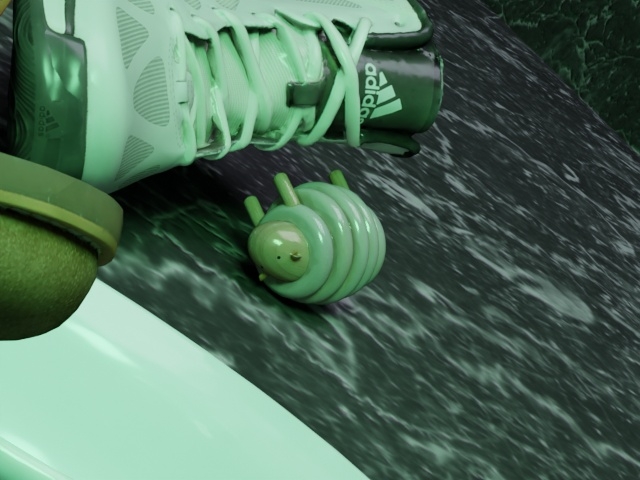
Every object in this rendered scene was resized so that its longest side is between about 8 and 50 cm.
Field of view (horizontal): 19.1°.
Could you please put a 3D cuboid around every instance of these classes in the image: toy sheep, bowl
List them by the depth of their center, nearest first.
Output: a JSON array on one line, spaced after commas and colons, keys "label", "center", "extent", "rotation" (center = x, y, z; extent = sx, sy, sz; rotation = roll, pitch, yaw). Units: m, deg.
[{"label": "bowl", "center": [-0.112, 0.090, 0.623], "extent": [0.298, 0.134, 0.298], "rotation": [32, 4, -3]}, {"label": "toy sheep", "center": [0.000, 0.000, 1.279], "extent": [0.132, 0.091, 0.091], "rotation": [-8, 45, -48]}]

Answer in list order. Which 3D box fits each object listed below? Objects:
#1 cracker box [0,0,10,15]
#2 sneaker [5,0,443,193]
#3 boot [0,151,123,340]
[{"label": "cracker box", "center": [-0.254, -0.149, 1.019], "extent": [0.067, 0.155, 0.232], "rotation": [25, 19, -40]}, {"label": "sneaker", "center": [-0.047, -0.121, 1.198], "extent": [0.257, 0.169, 0.447], "rotation": [6, 15, 1]}, {"label": "boot", "center": [-0.178, 0.019, 0.396], "extent": [0.305, 0.115, 0.112], "rotation": [4, -8, -39]}]
